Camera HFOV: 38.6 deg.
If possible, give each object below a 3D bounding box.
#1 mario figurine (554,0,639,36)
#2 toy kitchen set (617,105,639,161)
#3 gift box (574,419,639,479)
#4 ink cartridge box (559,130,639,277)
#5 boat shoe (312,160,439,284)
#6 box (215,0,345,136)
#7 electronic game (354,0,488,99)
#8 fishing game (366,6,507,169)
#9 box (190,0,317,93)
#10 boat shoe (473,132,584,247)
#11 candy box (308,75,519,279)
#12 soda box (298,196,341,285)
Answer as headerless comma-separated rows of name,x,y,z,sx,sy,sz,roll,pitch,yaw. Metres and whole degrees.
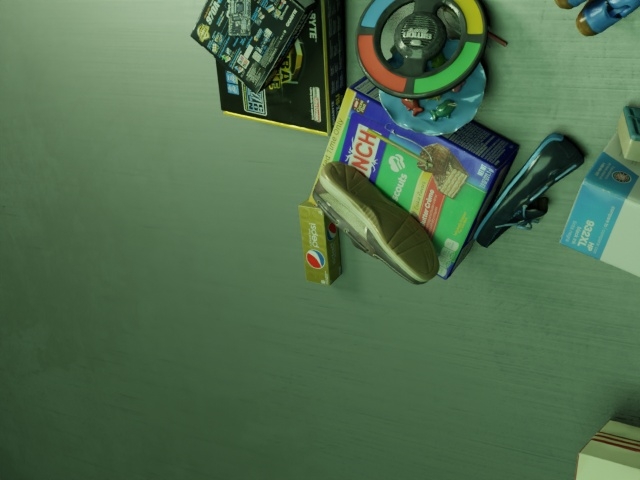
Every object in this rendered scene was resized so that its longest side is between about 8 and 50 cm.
mario figurine,0.513,-0.422,1.336,0.320,0.198,0.170,-15,78,47
toy kitchen set,0.594,-0.205,1.424,0.207,0.122,0.166,11,122,4
gift box,0.622,0.475,1.675,0.258,0.276,0.255,11,107,32
ink cartridge box,0.569,-0.030,1.441,0.307,0.223,0.129,25,126,19
boat shoe,0.097,-0.022,1.673,0.285,0.103,0.092,44,136,9
box,-0.083,-0.379,1.746,0.257,0.079,0.322,17,128,27
electronic game,0.170,-0.349,1.561,0.229,0.048,0.229,-4,75,15
fishing game,0.192,-0.274,1.582,0.189,0.041,0.264,35,93,12
box,-0.126,-0.403,1.671,0.175,0.051,0.220,41,134,4
boat shoe,0.367,-0.070,1.627,0.089,0.109,0.258,37,131,5
candy box,0.166,-0.124,1.713,0.317,0.122,0.268,31,128,16
soda box,0.000,0.000,1.927,0.061,0.058,0.181,10,119,28
